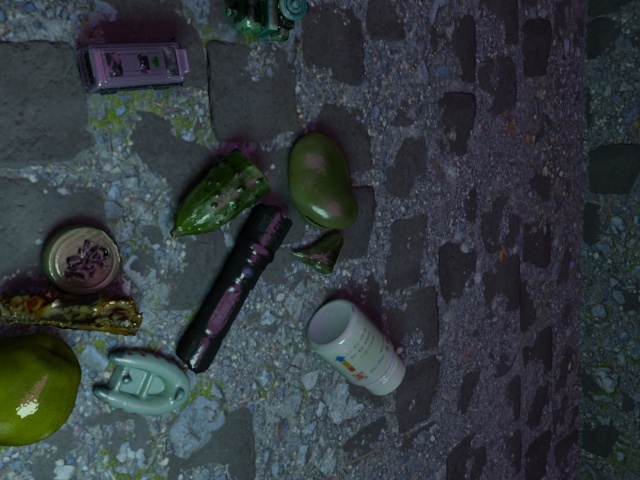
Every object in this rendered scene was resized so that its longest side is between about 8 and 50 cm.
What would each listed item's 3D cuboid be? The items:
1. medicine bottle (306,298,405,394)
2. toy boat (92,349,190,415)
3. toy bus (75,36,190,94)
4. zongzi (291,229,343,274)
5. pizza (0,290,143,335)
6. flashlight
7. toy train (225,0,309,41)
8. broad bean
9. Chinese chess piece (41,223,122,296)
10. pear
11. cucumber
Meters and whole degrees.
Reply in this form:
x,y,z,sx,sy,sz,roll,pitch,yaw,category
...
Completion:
x,y,z,sx,sy,sz,roll,pitch,yaw,category
0.106,0.303,1.454,0.293,0.170,0.170,48,67,-32,medicine bottle
-0.375,0.313,1.135,0.208,0.079,0.134,31,74,-35,toy boat
-0.362,-0.344,1.031,0.199,0.108,0.096,-18,107,-35,toy bus
0.000,0.000,1.407,0.131,0.062,0.154,31,70,-25,zongzi
-0.448,0.128,0.949,0.252,0.288,0.073,7,74,-19,pizza
-0.204,0.106,1.231,0.103,0.103,0.423,38,74,-35,flashlight
-0.134,-0.607,1.177,0.194,0.120,0.297,-7,101,-30,toy train
-0.001,-0.149,1.357,0.189,0.121,0.262,-16,91,-31,broad bean
-0.468,0.038,1.033,0.144,0.059,0.144,-6,99,-39,Chinese chess piece
-0.532,0.265,0.935,0.198,0.198,0.198,-6,100,-38,pear
-0.235,-0.085,1.164,0.244,0.134,0.134,-42,120,-23,cucumber
